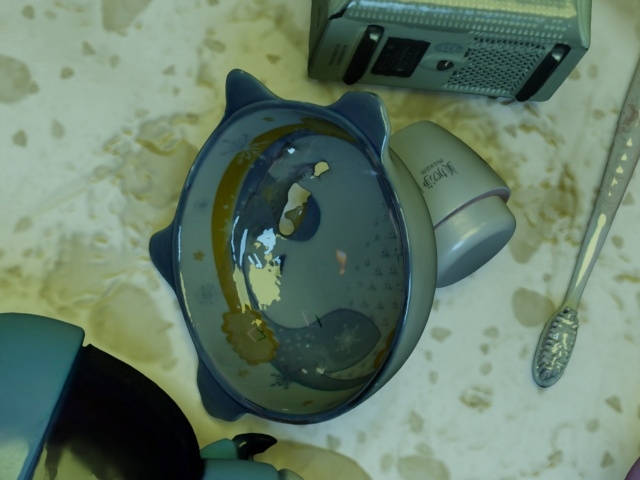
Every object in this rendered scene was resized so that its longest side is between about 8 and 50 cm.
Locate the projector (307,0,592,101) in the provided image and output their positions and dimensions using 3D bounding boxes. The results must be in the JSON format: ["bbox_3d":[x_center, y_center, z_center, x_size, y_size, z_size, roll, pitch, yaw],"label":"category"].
[{"bbox_3d":[0.089,-0.226,1.218,0.177,0.163,0.243,7,77,-7],"label":"projector"}]

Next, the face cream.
[{"bbox_3d":[0.076,-0.025,1.193,0.091,0.091,0.095,-31,73,-15],"label":"face cream"}]

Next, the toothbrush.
[{"bbox_3d":[0.205,-0.039,1.247,0.025,0.029,0.307,21,72,3],"label":"toothbrush"}]

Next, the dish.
[{"bbox_3d":[0.000,0.000,1.146,0.086,0.236,0.228,-6,66,-48],"label":"dish"}]

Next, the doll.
[{"bbox_3d":[-0.141,0.148,1.085,0.314,0.141,0.177,26,47,-8],"label":"doll"}]

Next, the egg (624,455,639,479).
[{"bbox_3d":[0.274,0.243,1.092,0.196,0.196,0.271,-2,65,-9],"label":"egg"}]
